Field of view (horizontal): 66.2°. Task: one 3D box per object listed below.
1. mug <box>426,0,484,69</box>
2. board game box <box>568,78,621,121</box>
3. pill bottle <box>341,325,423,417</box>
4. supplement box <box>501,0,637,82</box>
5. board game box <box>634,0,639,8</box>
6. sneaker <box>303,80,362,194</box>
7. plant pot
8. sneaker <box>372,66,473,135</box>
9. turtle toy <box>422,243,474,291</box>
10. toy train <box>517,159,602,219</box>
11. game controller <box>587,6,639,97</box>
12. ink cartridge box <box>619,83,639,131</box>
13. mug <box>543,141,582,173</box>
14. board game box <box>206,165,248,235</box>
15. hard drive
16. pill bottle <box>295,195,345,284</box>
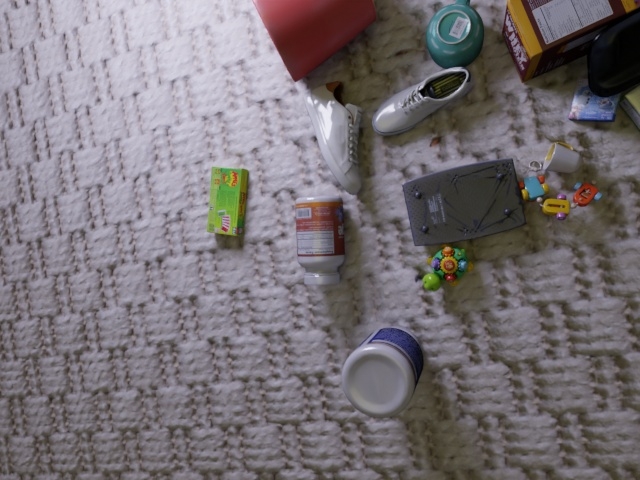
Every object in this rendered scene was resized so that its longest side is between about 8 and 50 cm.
[{"bbox_3d":[0.304,-0.484,1.129,0.129,0.097,0.158,-20,86,17],"label":"mug"},{"bbox_3d":[0.596,-0.304,1.063,0.090,0.020,0.090,16,96,45],"label":"board game box"},{"bbox_3d":[0.152,0.282,1.114,0.153,0.264,0.153,1,93,18],"label":"pill bottle"},{"bbox_3d":[0.499,-0.451,1.019,0.194,0.191,0.129,-22,85,16],"label":"supplement box"},{"bbox_3d":[0.830,-0.534,0.989,0.347,0.056,0.208,-45,83,14],"label":"board game box"},{"bbox_3d":[0.059,-0.260,1.209,0.123,0.106,0.290,-23,83,19],"label":"sneaker"},{"bbox_3d":[-0.017,-0.555,1.157,0.243,0.275,0.275,-26,84,8],"label":"plant pot"},{"bbox_3d":[0.233,-0.336,1.159,0.258,0.091,0.094,-29,83,16],"label":"sneaker"},{"bbox_3d":[0.296,0.068,1.165,0.095,0.066,0.130,44,103,12],"label":"turtle toy"},{"bbox_3d":[0.527,-0.106,1.101,0.166,0.046,0.125,33,74,24],"label":"toy train"},{"bbox_3d":[0.667,-0.404,0.933,0.319,0.166,0.067,-29,42,12],"label":"game controller"},{"bbox_3d":[0.735,-0.247,1.017,0.109,0.062,0.209,-36,81,14],"label":"ink cartridge box"},{"bbox_3d":[0.535,-0.183,1.077,0.064,0.062,0.078,19,87,10],"label":"mug"},{"bbox_3d":[-0.255,-0.108,1.346,0.092,0.043,0.181,6,94,17],"label":"board game box"},{"bbox_3d":[0.333,-0.087,1.155,0.254,0.054,0.172,-12,88,18],"label":"hard drive"},{"bbox_3d":[0.000,0.000,1.229,0.121,0.121,0.216,-2,92,18],"label":"pill bottle"}]
